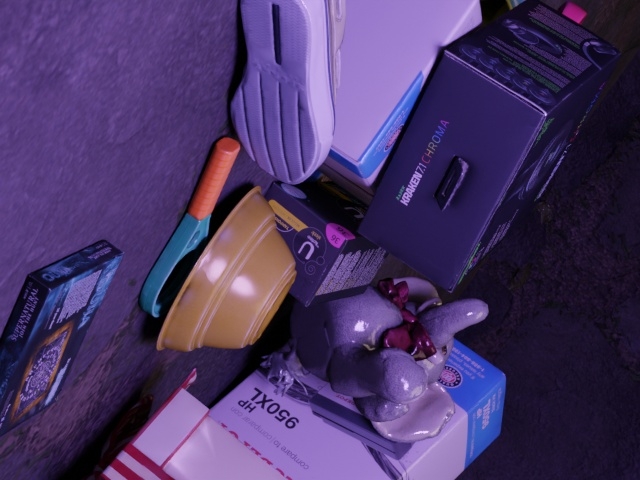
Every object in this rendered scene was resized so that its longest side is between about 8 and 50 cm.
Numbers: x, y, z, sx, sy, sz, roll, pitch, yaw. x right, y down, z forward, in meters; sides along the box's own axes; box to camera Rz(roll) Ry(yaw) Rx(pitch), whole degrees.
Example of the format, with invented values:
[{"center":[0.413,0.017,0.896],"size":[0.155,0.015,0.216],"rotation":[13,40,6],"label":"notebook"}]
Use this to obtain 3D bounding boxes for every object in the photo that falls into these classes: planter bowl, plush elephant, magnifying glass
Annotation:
[{"center":[-0.088,0.053,1.676],"size":[0.217,0.090,0.217],"rotation":[-59,175,-8],"label":"planter bowl"},{"center":[0.104,0.128,2.049],"size":[0.255,0.272,0.330],"rotation":[1,155,-33],"label":"plush elephant"},{"center":[-0.133,-0.010,1.561],"size":[0.092,0.026,0.231],"rotation":[-39,158,-53],"label":"magnifying glass"}]

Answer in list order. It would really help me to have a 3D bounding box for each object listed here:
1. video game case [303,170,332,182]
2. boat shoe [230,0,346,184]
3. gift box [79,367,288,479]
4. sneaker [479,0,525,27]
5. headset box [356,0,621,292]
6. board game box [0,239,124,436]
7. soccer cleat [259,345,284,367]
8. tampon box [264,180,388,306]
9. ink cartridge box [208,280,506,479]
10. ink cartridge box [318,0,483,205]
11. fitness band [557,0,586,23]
[{"center":[0.001,-0.063,1.959],"size":[0.119,0.015,0.166],"rotation":[-51,167,-22],"label":"video game case"},{"center":[-0.017,-0.167,1.420],"size":[0.094,0.109,0.302],"rotation":[-51,164,-29],"label":"boat shoe"},{"center":[-0.164,0.323,1.737],"size":[0.255,0.258,0.276],"rotation":[-49,174,-28],"label":"gift box"},{"center":[0.256,-0.344,1.972],"size":[0.208,0.127,0.319],"rotation":[-58,158,-2],"label":"sneaker"},{"center":[0.186,-0.109,1.662],"size":[0.283,0.131,0.246],"rotation":[-36,156,-56],"label":"headset box"},{"center":[-0.253,0.094,1.366],"size":[0.186,0.026,0.126],"rotation":[-62,167,24],"label":"board game box"},{"center":[-0.078,0.232,2.332],"size":[0.072,0.060,0.179],"rotation":[-38,154,-28],"label":"soccer cleat"},{"center":[0.000,0.000,1.822],"size":[0.101,0.120,0.161],"rotation":[-59,159,17],"label":"tampon box"},{"center":[0.037,0.283,2.188],"size":[0.395,0.285,0.166],"rotation":[-40,149,-28],"label":"ink cartridge box"},{"center":[0.076,-0.173,1.693],"size":[0.223,0.129,0.307],"rotation":[-56,168,-3],"label":"ink cartridge box"},{"center":[0.265,-0.212,2.080],"size":[0.291,0.054,0.209],"rotation":[-52,175,-1],"label":"fitness band"}]
